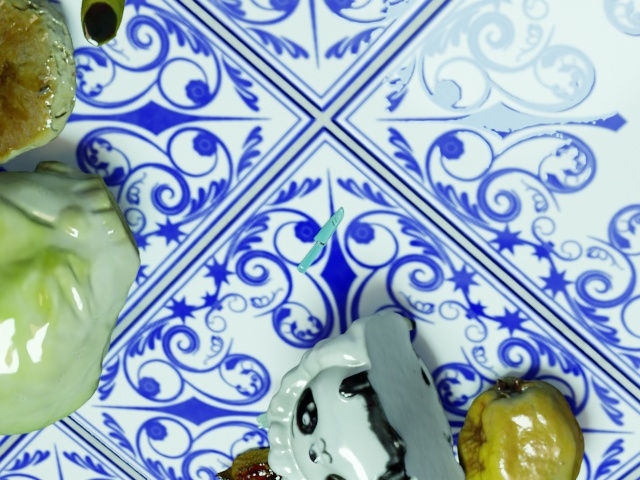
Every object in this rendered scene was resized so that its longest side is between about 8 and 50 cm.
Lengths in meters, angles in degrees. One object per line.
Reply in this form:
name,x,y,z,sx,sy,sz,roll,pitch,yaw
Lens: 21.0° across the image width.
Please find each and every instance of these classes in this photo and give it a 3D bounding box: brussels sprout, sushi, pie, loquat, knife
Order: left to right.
pie,-0.326,-0.163,1.718,0.195,0.046,0.195,5,103,23
brussels sprout,-0.328,0.062,1.761,0.317,0.242,0.273,-4,85,11
sushi,-0.062,0.258,1.899,0.099,0.047,0.050,-18,112,18
knife,0.000,0.000,1.767,0.014,0.005,0.091,33,120,-6
loquat,0.206,0.205,1.767,0.137,0.113,0.137,5,101,27

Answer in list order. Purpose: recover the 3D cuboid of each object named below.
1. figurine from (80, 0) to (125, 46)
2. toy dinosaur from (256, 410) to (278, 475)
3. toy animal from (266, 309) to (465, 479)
figurine,-0.199,-0.341,1.528,0.218,0.169,0.326,43,137,38
toy dinosaur,0.010,0.230,1.856,0.187,0.044,0.106,7,91,-22
toy animal,0.037,0.190,1.736,0.156,0.204,0.208,-23,89,29
